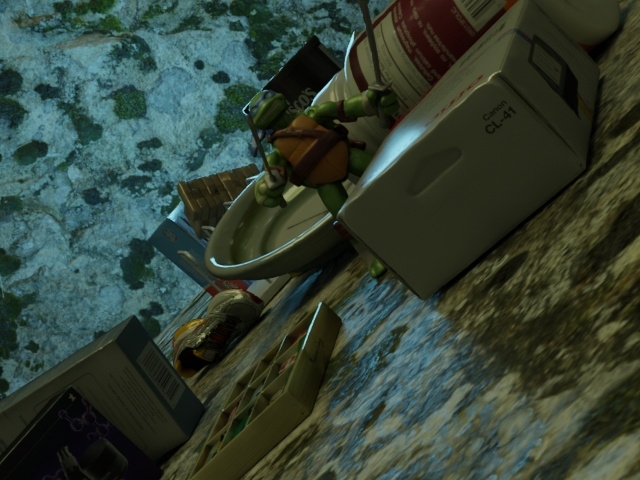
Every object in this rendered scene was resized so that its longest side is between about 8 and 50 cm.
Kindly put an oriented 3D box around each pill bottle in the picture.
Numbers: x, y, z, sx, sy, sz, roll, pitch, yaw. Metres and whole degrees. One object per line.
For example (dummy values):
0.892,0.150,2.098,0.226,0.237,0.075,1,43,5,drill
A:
0.175,-0.238,1.563,0.392,0.224,0.224,-41,8,37,pill bottle

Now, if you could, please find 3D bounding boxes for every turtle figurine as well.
0.025,-0.095,1.460,0.198,0.266,0.275,-52,8,-37,turtle figurine

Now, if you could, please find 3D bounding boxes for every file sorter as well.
-0.110,-0.014,2.251,0.277,0.173,0.193,-47,9,-8,file sorter

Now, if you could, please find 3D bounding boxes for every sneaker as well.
-0.178,0.167,2.100,0.225,0.088,0.092,-43,28,31,sneaker

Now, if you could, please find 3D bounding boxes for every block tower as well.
-0.119,-0.097,2.415,0.335,0.091,0.097,-15,-39,-23,block tower

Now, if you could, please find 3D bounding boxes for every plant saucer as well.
-0.007,-0.054,1.941,0.400,0.100,0.400,-33,22,15,plant saucer

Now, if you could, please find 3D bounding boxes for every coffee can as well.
0.018,-0.229,2.302,0.201,0.275,0.201,-46,6,7,coffee can

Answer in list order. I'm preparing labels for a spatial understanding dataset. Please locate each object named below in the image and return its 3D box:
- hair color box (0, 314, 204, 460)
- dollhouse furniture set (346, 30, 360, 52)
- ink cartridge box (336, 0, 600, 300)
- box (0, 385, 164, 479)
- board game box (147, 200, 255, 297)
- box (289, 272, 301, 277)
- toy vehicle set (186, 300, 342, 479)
-0.382,0.292,1.794,0.374,0.185,0.113,-32,10,16,hair color box
0.118,-0.236,1.805,0.129,0.184,0.129,-93,20,-50,dollhouse furniture set
0.163,-0.104,1.238,0.226,0.131,0.306,-43,9,28,ink cartridge box
-0.369,0.357,1.615,0.261,0.184,0.103,-51,7,-33,box
-0.235,0.033,2.498,0.064,0.242,0.316,-48,6,5,board game box
0.000,0.000,2.066,0.105,0.043,0.179,-50,9,-25,box
-0.059,0.178,1.362,0.166,0.035,0.267,-44,7,18,toy vehicle set
